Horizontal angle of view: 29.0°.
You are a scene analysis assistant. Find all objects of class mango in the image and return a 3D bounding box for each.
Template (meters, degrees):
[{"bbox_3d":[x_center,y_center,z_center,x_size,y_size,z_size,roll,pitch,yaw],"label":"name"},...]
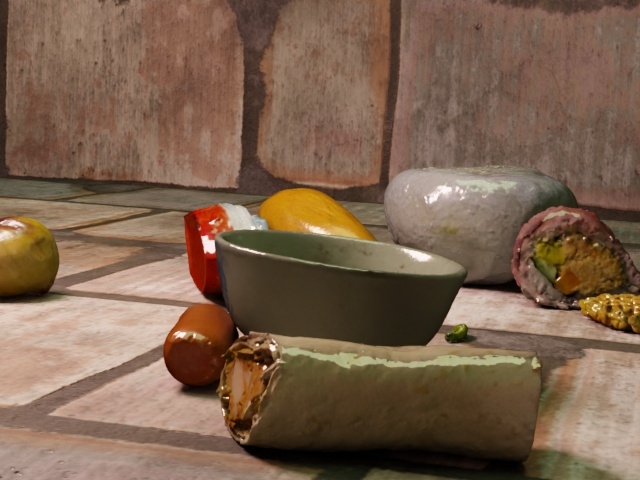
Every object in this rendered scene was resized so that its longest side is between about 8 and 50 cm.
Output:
[{"bbox_3d":[-0.002,-0.002,2.070,0.187,0.144,0.359,35,-3,-24],"label":"mango"}]

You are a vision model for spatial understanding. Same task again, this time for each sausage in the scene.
[{"bbox_3d":[-0.131,0.114,1.387,0.076,0.076,0.197,3,6,-1],"label":"sausage"}]

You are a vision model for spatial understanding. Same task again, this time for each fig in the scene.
[{"bbox_3d":[-0.461,0.023,1.821,0.153,0.120,0.136,1,12,-18],"label":"fig"}]

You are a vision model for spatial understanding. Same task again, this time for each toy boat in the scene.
[{"bbox_3d":[-0.131,0.012,1.928,0.133,0.145,0.332,-6,5,-10],"label":"toy boat"}]

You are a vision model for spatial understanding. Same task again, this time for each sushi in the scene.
[{"bbox_3d":[0.427,0.026,1.992,0.241,0.161,0.107,2,5,2],"label":"sushi"}]

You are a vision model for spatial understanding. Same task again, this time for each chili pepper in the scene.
[{"bbox_3d":[0.184,0.124,1.675,0.030,0.017,0.083,4,7,21],"label":"chili pepper"}]

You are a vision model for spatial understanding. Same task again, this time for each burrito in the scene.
[{"bbox_3d":[0.044,0.140,1.125,0.299,0.105,0.143,2,-3,4],"label":"burrito"}]

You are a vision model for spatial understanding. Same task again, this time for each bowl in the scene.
[{"bbox_3d":[0.013,0.080,1.411,0.289,0.146,0.289,8,6,-1],"label":"bowl"}]

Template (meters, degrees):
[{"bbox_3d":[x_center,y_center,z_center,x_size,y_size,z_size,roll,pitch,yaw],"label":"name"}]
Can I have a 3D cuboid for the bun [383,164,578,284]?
[{"bbox_3d":[0.283,-0.030,2.210,0.362,0.211,0.362,1,9,0],"label":"bun"}]

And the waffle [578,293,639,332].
[{"bbox_3d":[0.480,0.109,1.842,0.191,0.038,0.191,3,7,0],"label":"waffle"}]
